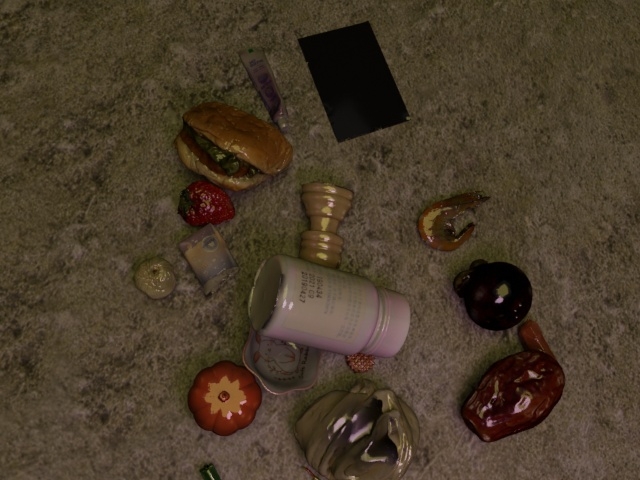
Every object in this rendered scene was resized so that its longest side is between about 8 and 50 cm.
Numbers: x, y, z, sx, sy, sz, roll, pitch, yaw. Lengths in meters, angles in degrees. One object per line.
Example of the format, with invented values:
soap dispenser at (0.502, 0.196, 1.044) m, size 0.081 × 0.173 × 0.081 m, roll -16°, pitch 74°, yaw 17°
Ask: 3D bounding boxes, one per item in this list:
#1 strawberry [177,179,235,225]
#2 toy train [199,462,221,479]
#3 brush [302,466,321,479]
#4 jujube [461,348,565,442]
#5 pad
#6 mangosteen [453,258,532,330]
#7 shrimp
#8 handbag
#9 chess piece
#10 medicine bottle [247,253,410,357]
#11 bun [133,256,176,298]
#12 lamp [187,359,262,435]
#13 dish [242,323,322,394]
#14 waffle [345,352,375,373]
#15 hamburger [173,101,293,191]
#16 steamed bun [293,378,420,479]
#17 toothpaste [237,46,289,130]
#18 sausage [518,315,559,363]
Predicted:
strawberry at (-0.316, -0.103, 1.784) m, size 0.148 × 0.131 × 0.131 m, roll -5°, pitch 75°, yaw -31°
toy train at (-0.269, 0.609, 1.628) m, size 0.038 × 0.056 × 0.093 m, roll -29°, pitch 83°, yaw -18°
brush at (-0.017, 0.619, 1.677) m, size 0.083 × 0.019 × 0.021 m, roll 38°, pitch 83°, yaw 2°
jujube at (0.513, 0.413, 1.715) m, size 0.290 × 0.197 × 0.197 m, roll -36°, pitch 82°, yaw -8°
pad at (0.103, -0.498, 1.999) m, size 0.248 × 0.007 × 0.367 m, roll -19°, pitch 78°, yaw -11°
mangosteen at (0.483, 0.149, 1.784) m, size 0.210 × 0.210 × 0.209 m, roll 2°, pitch 75°, yaw -7°
shrimp at (0.399, -0.066, 1.894) m, size 0.249 × 0.068 × 0.150 m, roll -34°, pitch 94°, yaw -9°
handbag at (-0.299, 0.054, 1.759) m, size 0.117 × 0.095 × 0.173 m, roll -33°, pitch 75°, yaw 2°
chess piece at (0.000, 0.000, 1.805) m, size 0.139 × 0.124 × 0.307 m, roll 17°, pitch 75°, yaw -35°
medicine bottle at (0.024, 0.178, 1.657) m, size 0.379 × 0.213 × 0.213 m, roll 18°, pitch 73°, yaw -22°
bun at (-0.445, 0.100, 1.736) m, size 0.115 × 0.069 × 0.115 m, roll 1°, pitch 76°, yaw -6°
lamp at (-0.242, 0.398, 1.633) m, size 0.188 × 0.164 × 0.187 m, roll 2°, pitch 73°, yaw -5°
dish at (-0.109, 0.304, 1.703) m, size 0.230 × 0.081 × 0.229 m, roll 12°, pitch 62°, yaw -23°
waffle at (0.111, 0.325, 1.768) m, size 0.083 × 0.029 × 0.075 m, roll -6°, pitch 76°, yaw -11°
hamburger at (-0.244, -0.244, 1.766) m, size 0.330 × 0.162 × 0.209 m, roll 22°, pitch 34°, yaw -8°
steamed bun at (0.105, 0.497, 1.632) m, size 0.320 × 0.206 × 0.275 m, roll -17°, pitch 80°, yaw -8°
toothpaste at (-0.160, -0.458, 1.934) m, size 0.075 × 0.048 × 0.301 m, roll -28°, pitch 72°, yaw 15°
sausage at (0.612, 0.299, 1.820) m, size 0.065 × 0.065 × 0.169 m, roll -24°, pitch 79°, yaw -13°
